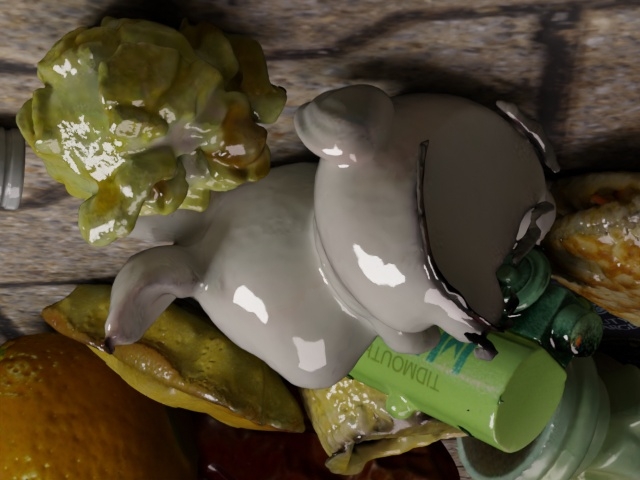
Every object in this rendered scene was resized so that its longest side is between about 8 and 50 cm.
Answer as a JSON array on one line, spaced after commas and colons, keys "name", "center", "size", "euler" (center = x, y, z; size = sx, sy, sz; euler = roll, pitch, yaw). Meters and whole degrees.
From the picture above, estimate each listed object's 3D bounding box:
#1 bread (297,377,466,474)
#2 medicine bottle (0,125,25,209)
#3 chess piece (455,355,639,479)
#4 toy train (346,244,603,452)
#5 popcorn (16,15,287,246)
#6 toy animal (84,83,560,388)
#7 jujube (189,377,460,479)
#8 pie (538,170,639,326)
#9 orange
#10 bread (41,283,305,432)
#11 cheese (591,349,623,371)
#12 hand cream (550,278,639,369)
[{"name": "bread", "center": [0.060, 0.106, 1.462], "size": [0.197, 0.170, 0.197], "euler": [-13, 162, -5]}, {"name": "medicine bottle", "center": [-0.252, -0.052, 1.127], "size": [0.091, 0.058, 0.058], "euler": [4, 160, -17]}, {"name": "chess piece", "center": [0.295, 0.194, 1.615], "size": [0.298, 0.176, 0.176], "euler": [19, 153, -29]}, {"name": "toy train", "center": [0.097, 0.071, 1.284], "size": [0.253, 0.157, 0.105], "euler": [22, 165, 46]}, {"name": "popcorn", "center": [-0.109, -0.077, 0.995], "size": [0.141, 0.162, 0.135], "euler": [41, 174, -33]}, {"name": "toy animal", "center": [0.004, 0.005, 1.158], "size": [0.310, 0.183, 0.247], "euler": [-13, 155, 43]}, {"name": "jujube", "center": [-0.012, 0.255, 1.815], "size": [0.342, 0.216, 0.216], "euler": [22, 157, -8]}, {"name": "pie", "center": [0.257, 0.009, 1.261], "size": [0.179, 0.084, 0.205], "euler": [21, 163, -2]}, {"name": "orange", "center": [-0.220, 0.220, 1.613], "size": [0.196, 0.262, 0.334], "euler": [-4, 165, 4]}, {"name": "bread", "center": [-0.119, 0.100, 1.462], "size": [0.233, 0.088, 0.161], "euler": [28, -173, 31]}, {"name": "cheese", "center": [0.244, 0.212, 1.805], "size": [0.248, 0.174, 0.251], "euler": [13, 161, -42]}, {"name": "hand cream", "center": [0.291, 0.075, 1.591], "size": [0.120, 0.061, 0.270], "euler": [-9, 154, 37]}]
